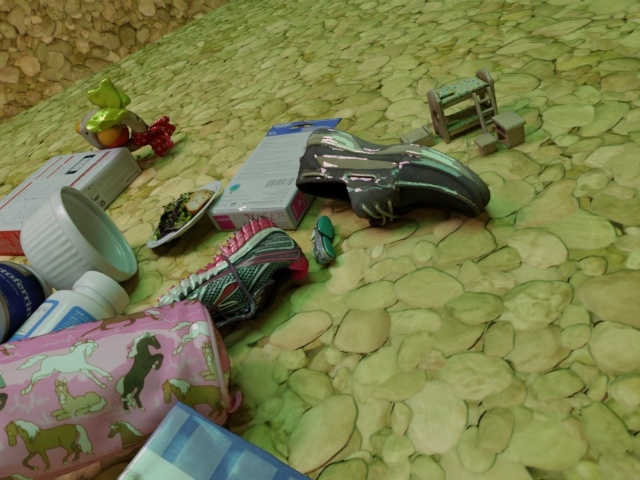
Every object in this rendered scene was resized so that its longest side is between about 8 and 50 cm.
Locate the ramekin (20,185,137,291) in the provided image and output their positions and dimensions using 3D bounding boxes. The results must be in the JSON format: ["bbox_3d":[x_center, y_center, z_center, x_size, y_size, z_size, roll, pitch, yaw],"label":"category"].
[{"bbox_3d":[-0.452,0.012,0.974,0.109,0.207,0.207,-36,37,0],"label":"ramekin"}]

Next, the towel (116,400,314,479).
[{"bbox_3d":[-0.132,0.316,0.473,0.209,0.034,0.285,26,53,9],"label":"towel"}]

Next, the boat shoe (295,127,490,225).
[{"bbox_3d":[0.105,-0.085,0.873,0.355,0.132,0.130,20,80,38],"label":"boat shoe"}]

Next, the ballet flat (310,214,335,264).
[{"bbox_3d":[0.000,0.000,0.874,0.041,0.041,0.114,-17,35,9],"label":"ballet flat"}]

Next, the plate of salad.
[{"bbox_3d":[-0.285,-0.062,1.063,0.199,0.048,0.200,-32,26,18],"label":"plate of salad"}]

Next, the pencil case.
[{"bbox_3d":[-0.291,0.189,0.611,0.385,0.167,0.160,-16,19,-17],"label":"pencil case"}]

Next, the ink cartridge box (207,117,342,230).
[{"bbox_3d":[-0.078,-0.142,1.073,0.185,0.065,0.311,-1,45,29],"label":"ink cartridge box"}]

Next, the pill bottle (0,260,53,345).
[{"bbox_3d":[-0.556,0.113,0.870,0.153,0.153,0.264,-28,7,-6],"label":"pill bottle"}]

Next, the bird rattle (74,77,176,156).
[{"bbox_3d":[-0.520,-0.300,1.382,0.206,0.253,0.143,-18,69,23],"label":"bird rattle"}]

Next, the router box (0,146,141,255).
[{"bbox_3d":[-0.676,-0.104,1.339,0.300,0.082,0.336,0,42,29],"label":"router box"}]

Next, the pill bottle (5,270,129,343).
[{"bbox_3d":[-0.405,0.158,0.825,0.124,0.124,0.222,1,42,30],"label":"pill bottle"}]

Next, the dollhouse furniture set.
[{"bbox_3d":[0.248,-0.217,0.952,0.181,0.101,0.161,-23,36,1],"label":"dollhouse furniture set"}]

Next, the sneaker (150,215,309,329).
[{"bbox_3d":[-0.146,0.093,0.778,0.112,0.121,0.299,39,73,18],"label":"sneaker"}]
